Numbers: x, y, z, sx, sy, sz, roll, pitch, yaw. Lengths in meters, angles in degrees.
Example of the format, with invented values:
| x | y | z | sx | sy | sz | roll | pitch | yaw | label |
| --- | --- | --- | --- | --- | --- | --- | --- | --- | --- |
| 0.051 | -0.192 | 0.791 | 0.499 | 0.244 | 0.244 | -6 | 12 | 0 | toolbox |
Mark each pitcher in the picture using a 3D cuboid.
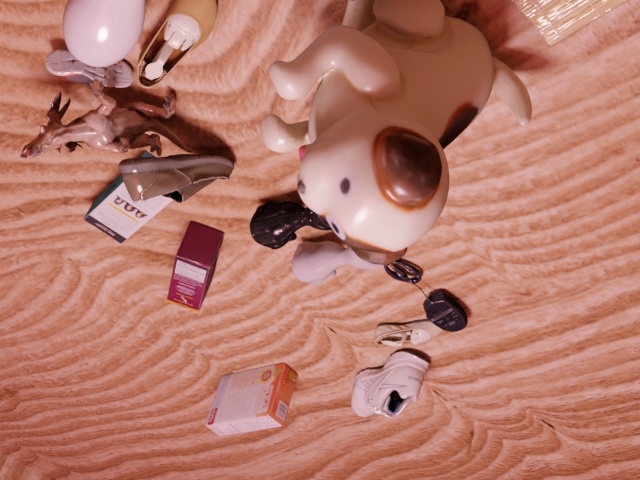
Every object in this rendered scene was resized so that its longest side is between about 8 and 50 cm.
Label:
| x | y | z | sx | sy | sz | roll | pitch | yaw | label |
| --- | --- | --- | --- | --- | --- | --- | --- | --- | --- |
| -0.359 | -0.401 | 1.462 | 0.178 | 0.125 | 0.207 | 41 | 129 | 2 | pitcher |

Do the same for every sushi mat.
| x | y | z | sx | sy | sz | roll | pitch | yaw | label |
| --- | --- | --- | --- | --- | --- | --- | --- | --- | --- |
| 0.409 | -0.395 | 1.246 | 0.151 | 0.019 | 0.316 | 39 | 137 | -24 | sushi mat |

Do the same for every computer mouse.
| x | y | z | sx | sy | sz | roll | pitch | yaw | label |
| --- | --- | --- | --- | --- | --- | --- | --- | --- | --- |
| 0.227 | 0.111 | 1.925 | 0.071 | 0.041 | 0.242 | -32 | 115 | 34 | computer mouse |

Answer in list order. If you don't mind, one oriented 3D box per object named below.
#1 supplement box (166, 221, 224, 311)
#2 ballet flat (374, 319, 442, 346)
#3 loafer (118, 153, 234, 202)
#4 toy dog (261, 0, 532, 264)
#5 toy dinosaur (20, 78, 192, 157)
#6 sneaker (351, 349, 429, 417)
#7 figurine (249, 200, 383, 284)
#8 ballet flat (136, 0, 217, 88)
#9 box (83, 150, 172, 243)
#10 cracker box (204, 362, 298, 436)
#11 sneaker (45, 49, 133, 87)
| x | y | z | sx | sy | sz | roll | pitch | yaw | label |
| --- | --- | --- | --- | --- | --- | --- | --- | --- | --- |
| -0.278 | 0.060 | 1.990 | 0.081 | 0.104 | 0.188 | 19 | 141 | -2 | supplement box |
| 0.201 | 0.217 | 2.044 | 0.168 | 0.052 | 0.057 | -9 | 135 | 29 | ballet flat |
| -0.269 | -0.116 | 1.691 | 0.094 | 0.251 | 0.087 | 9 | 102 | 45 | loafer |
| 0.098 | -0.161 | 1.333 | 0.395 | 0.408 | 0.284 | 25 | 142 | -9 | toy dog |
| -0.390 | -0.213 | 1.672 | 0.295 | 0.127 | 0.200 | -1 | 180 | -42 | toy dinosaur |
| 0.153 | 0.374 | 2.193 | 0.111 | 0.129 | 0.297 | 25 | 143 | -12 | sneaker |
| 0.000 | 0.000 | 1.795 | 0.209 | 0.092 | 0.215 | -10 | 136 | 45 | figurine |
| -0.246 | -0.333 | 1.523 | 0.080 | 0.073 | 0.232 | 31 | 140 | -17 | ballet flat |
| -0.394 | -0.086 | 1.890 | 0.100 | 0.060 | 0.244 | 36 | 138 | -22 | box |
| -0.180 | 0.417 | 2.348 | 0.232 | 0.156 | 0.067 | -16 | 132 | 36 | cracker box |
| -0.417 | -0.311 | 1.644 | 0.158 | 0.061 | 0.065 | 14 | 172 | -3 | sneaker |
